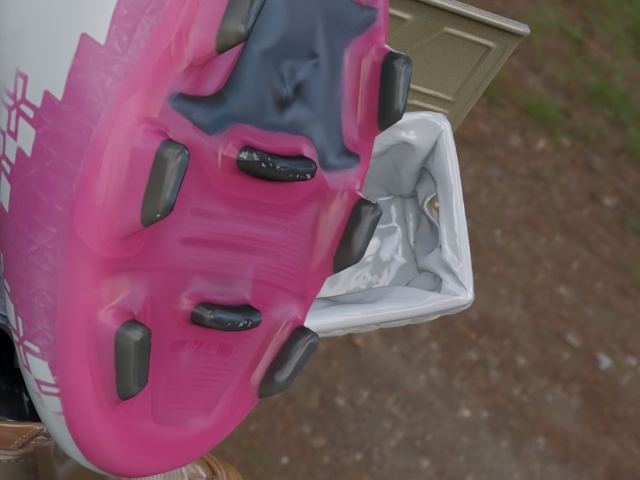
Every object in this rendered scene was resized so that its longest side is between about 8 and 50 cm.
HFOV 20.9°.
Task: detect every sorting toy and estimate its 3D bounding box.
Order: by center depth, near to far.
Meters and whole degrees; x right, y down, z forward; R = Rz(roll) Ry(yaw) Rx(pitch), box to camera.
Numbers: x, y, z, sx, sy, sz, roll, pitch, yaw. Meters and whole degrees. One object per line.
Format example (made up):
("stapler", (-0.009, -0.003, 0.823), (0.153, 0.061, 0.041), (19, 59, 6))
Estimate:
("sorting toy", (0.007, -0.163, 1.576), (0.307, 0.229, 0.041), (14, 44, -28))

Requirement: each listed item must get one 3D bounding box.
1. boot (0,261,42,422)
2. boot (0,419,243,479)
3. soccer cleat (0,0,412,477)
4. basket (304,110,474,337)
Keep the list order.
("boot", (-0.237, 0.056, 1.445), (0.338, 0.118, 0.222), (59, 27, -61))
("boot", (-0.144, 0.121, 0.846), (0.197, 0.072, 0.152), (4, -7, 19))
("soccer cleat", (-0.049, -0.104, 0.494), (0.143, 0.331, 0.116), (17, 11, 37))
("basket", (0.000, 0.000, 0.984), (0.103, 0.167, 0.113), (52, 30, -79))
